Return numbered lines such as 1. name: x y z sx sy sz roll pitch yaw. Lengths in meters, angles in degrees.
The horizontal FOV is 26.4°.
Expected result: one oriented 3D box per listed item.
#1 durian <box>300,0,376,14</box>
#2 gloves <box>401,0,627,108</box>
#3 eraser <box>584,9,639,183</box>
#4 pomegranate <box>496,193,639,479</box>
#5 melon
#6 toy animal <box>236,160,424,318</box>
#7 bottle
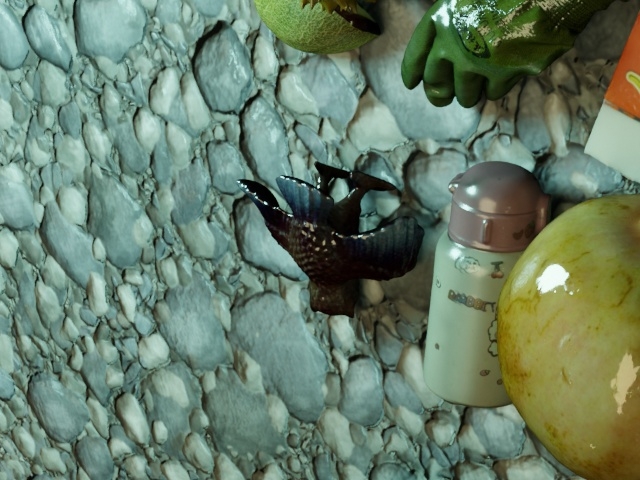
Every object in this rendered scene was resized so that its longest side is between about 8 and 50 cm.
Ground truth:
1. durian: 0.031 -0.320 1.238 0.138 0.183 0.249 30 130 52
2. gloves: 0.170 -0.199 1.229 0.268 0.107 0.135 -34 54 43
3. eraser: 0.334 -0.140 1.159 0.157 0.038 0.230 32 124 24
4. pomegranate: 0.276 0.069 1.145 0.252 0.229 0.270 58 147 39
5. melon: -0.025 -0.245 1.373 0.128 0.079 0.160 -39 82 39
6. toy animal: 0.001 0.007 1.426 0.218 0.116 0.179 15 115 26
7. bottle: 0.162 0.039 1.316 0.110 0.110 0.233 20 117 31
